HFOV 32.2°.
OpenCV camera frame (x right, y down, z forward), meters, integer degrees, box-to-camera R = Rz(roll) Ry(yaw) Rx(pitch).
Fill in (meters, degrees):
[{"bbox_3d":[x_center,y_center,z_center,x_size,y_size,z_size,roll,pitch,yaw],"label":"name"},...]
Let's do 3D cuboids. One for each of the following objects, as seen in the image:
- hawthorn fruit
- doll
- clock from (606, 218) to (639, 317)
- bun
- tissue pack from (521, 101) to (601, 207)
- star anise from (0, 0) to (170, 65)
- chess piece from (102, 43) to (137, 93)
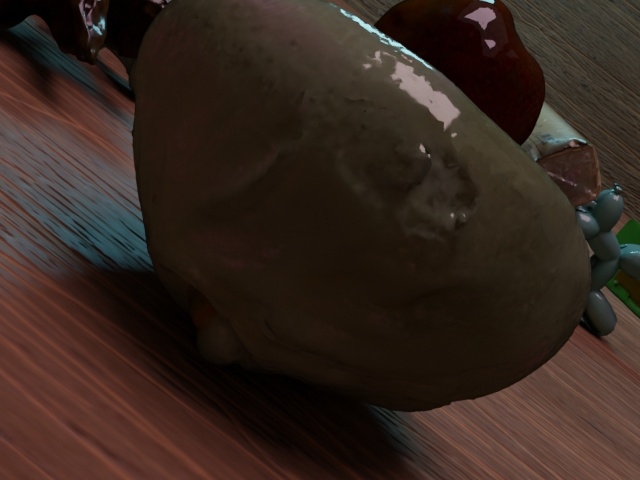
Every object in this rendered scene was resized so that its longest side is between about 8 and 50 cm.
[{"bbox_3d":[0.117,-0.145,1.193,0.208,0.248,0.208,38,-22,19],"label":"hawthorn fruit"},{"bbox_3d":[0.329,0.015,1.315,0.158,0.159,0.059,33,17,-8],"label":"doll"},{"bbox_3d":[0.585,0.102,1.744,0.255,0.106,0.220,24,19,-41],"label":"clock"},{"bbox_3d":[0.000,0.000,0.611,0.283,0.179,0.283,39,-6,5],"label":"bun"},{"bbox_3d":[0.217,-0.091,1.339,0.222,0.186,0.090,-113,-179,-66],"label":"tissue pack"},{"bbox_3d":[-0.205,-0.212,0.857,0.288,0.088,0.288,16,29,-9],"label":"star anise"},{"bbox_3d":[-0.183,-0.179,0.942,0.149,0.059,0.059,36,14,15],"label":"chess piece"}]
